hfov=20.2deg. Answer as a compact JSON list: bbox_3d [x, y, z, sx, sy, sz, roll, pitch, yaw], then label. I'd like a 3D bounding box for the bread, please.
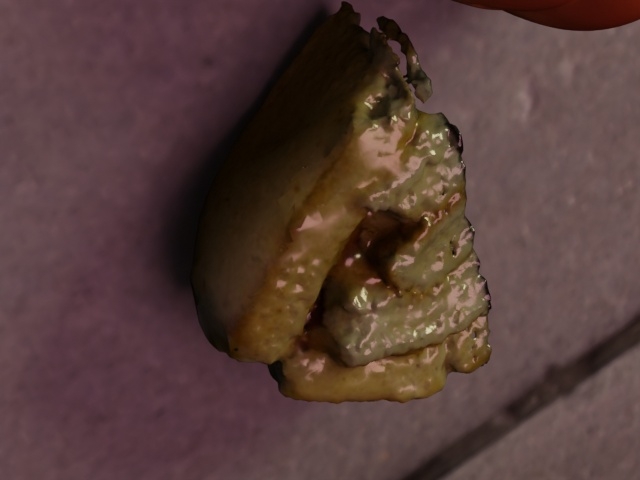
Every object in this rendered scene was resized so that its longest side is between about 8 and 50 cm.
[{"bbox_3d":[-0.003,-0.004,0.718,0.110,0.103,0.156,-19,111,-10],"label":"bread"}]

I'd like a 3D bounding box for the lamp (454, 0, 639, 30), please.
[{"bbox_3d":[0.096,-0.170,0.670,0.187,0.164,0.188,-12,115,-26],"label":"lamp"}]
